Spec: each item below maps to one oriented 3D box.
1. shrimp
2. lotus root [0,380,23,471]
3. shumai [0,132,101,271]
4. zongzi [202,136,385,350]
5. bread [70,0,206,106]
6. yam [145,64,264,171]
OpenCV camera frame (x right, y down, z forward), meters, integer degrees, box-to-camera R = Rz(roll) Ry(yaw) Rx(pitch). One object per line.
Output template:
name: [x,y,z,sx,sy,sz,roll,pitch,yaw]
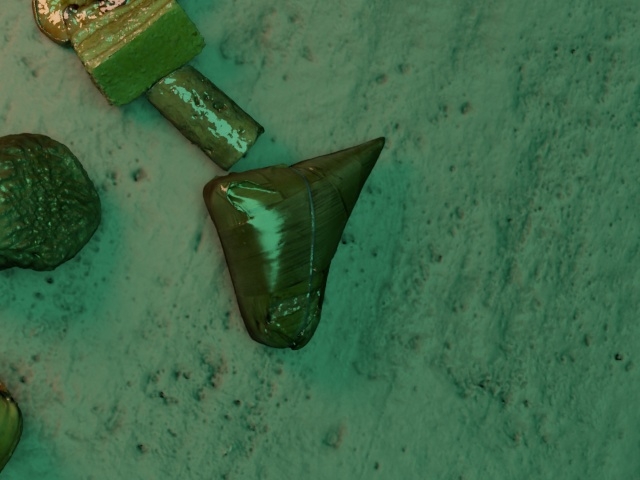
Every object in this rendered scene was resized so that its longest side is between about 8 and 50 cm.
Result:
shrimp: [-0.357,-0.445,1.656,0.289,0.075,0.178,-27,94,-2]
lotus root: [-0.595,0.345,1.514,0.183,0.183,0.310,38,85,-12]
shumai: [-0.504,-0.060,1.572,0.261,0.222,0.225,-26,111,-51]
zongzi: [0.000,0.000,1.715,0.361,0.160,0.322,-21,106,-27]
bread: [-0.304,-0.324,1.610,0.196,0.138,0.102,-36,65,-4]
yam: [-0.199,-0.216,1.670,0.194,0.107,0.107,41,79,-11]
